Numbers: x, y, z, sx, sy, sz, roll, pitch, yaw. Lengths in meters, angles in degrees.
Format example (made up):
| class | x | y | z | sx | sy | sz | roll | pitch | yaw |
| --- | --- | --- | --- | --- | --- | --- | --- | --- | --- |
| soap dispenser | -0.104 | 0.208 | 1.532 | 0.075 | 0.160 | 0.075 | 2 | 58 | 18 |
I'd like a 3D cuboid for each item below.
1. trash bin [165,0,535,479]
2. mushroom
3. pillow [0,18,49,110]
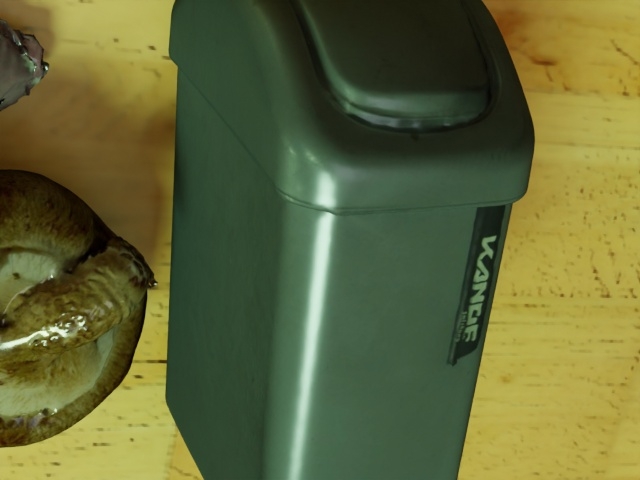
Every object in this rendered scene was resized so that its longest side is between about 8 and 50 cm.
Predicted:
| class | x | y | z | sx | sy | sz | roll | pitch | yaw |
| --- | --- | --- | --- | --- | --- | --- | --- | --- | --- |
| trash bin | 0.000 | 0.000 | 0.663 | 0.101 | 0.176 | 0.236 | -5 | 118 | -23 |
| mushroom | -0.129 | 0.031 | 0.668 | 0.127 | 0.087 | 0.127 | -16 | 122 | -26 |
| pillow | -0.203 | -0.041 | 0.633 | 0.185 | 0.043 | 0.118 | -44 | 122 | 0 |
